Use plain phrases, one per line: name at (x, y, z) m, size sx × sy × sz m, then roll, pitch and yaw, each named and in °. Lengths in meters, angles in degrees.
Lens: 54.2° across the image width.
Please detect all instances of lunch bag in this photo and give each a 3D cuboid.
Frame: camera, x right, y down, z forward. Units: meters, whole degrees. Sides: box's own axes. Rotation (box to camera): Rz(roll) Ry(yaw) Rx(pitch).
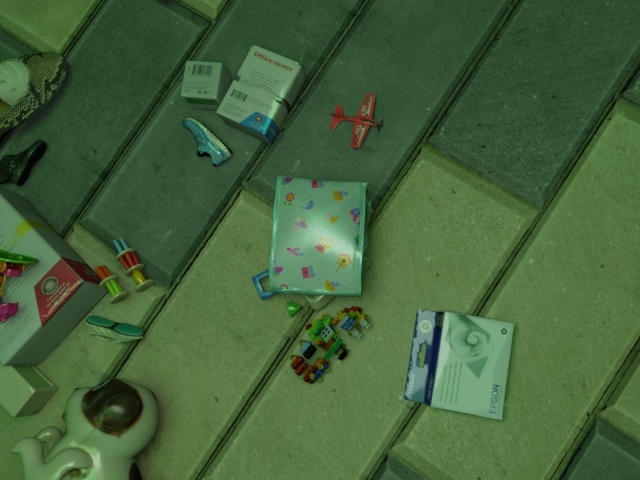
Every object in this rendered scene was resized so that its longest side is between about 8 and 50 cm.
lunch bag at (0.000, 0.000, 1.431) m, size 0.223 × 0.160 × 0.262 m, roll 4°, pitch 77°, yaw 6°

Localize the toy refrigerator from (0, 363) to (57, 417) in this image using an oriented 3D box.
toy refrigerator at (-0.803, 0.318, 1.583) m, size 0.269 × 0.102 × 0.094 m, roll 38°, pitch 88°, yaw 14°

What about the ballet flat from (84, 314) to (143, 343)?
ballet flat at (-0.520, 0.233, 1.584) m, size 0.168 × 0.057 × 0.052 m, roll 14°, pitch 110°, yaw 15°

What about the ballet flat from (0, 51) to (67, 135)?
ballet flat at (-0.904, -0.357, 1.680) m, size 0.482 × 0.182 × 0.164 m, roll -40°, pitch 75°, yaw 1°

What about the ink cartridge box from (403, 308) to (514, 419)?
ink cartridge box at (0.316, 0.278, 1.431) m, size 0.223 × 0.045 × 0.223 m, roll 8°, pitch 81°, yaw 11°

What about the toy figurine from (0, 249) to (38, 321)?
toy figurine at (-0.754, 0.108, 1.453) m, size 0.173 × 0.130 × 0.159 m, roll 13°, pitch 91°, yaw 31°

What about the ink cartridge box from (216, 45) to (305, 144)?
ink cartridge box at (-0.149, -0.374, 1.605) m, size 0.148 × 0.086 × 0.203 m, roll 27°, pitch 85°, yaw 14°

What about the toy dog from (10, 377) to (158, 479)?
toy dog at (-0.500, 0.517, 1.409) m, size 0.395 × 0.284 × 0.408 m, roll 8°, pitch 79°, yaw 10°

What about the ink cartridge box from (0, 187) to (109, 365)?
ink cartridge box at (-0.781, 0.085, 1.590) m, size 0.384 × 0.160 × 0.279 m, roll 43°, pitch 88°, yaw 13°

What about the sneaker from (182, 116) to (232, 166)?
sneaker at (-0.307, -0.256, 1.624) m, size 0.162 × 0.063 × 0.073 m, roll 43°, pitch 92°, yaw 14°

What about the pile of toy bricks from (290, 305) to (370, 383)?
pile of toy bricks at (0.003, 0.226, 1.474) m, size 0.212 × 0.118 × 0.105 m, roll -51°, pitch 44°, yaw 7°

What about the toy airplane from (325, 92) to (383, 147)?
toy airplane at (0.084, -0.304, 1.583) m, size 0.151 × 0.028 × 0.151 m, roll -2°, pitch 78°, yaw 9°

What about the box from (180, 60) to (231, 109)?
box at (-0.298, -0.404, 1.635) m, size 0.101 × 0.087 × 0.102 m, roll 6°, pitch 82°, yaw 11°

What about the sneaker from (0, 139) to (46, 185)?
sneaker at (-0.831, -0.217, 1.709) m, size 0.089 × 0.051 × 0.170 m, roll 31°, pitch 90°, yaw 9°

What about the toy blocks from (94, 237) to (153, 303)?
toy blocks at (-0.512, 0.072, 1.582) m, size 0.123 × 0.054 × 0.148 m, roll -26°, pitch 74°, yaw -32°

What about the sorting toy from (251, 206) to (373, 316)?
sorting toy at (0.000, 0.042, 1.528) m, size 0.347 × 0.047 × 0.196 m, roll -41°, pitch 80°, yaw 1°
